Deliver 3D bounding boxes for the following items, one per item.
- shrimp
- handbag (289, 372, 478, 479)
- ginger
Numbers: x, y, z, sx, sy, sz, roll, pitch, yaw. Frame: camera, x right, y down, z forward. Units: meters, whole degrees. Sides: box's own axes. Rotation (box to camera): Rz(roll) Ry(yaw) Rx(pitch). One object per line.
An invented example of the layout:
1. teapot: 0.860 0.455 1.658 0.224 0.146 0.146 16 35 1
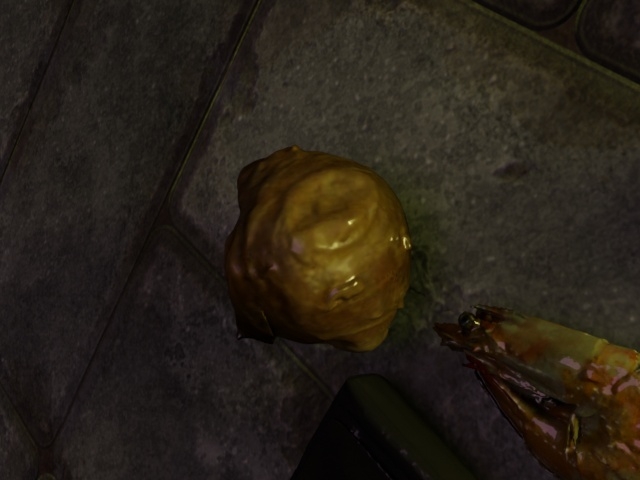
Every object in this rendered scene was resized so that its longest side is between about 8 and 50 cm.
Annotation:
1. shrimp: 0.227 0.149 0.923 0.294 0.062 0.154 29 109 41
2. handbag: 0.074 0.303 1.034 0.247 0.080 0.223 45 121 36
3. ginger: -0.001 -0.004 1.073 0.223 0.200 0.269 -5 35 13
